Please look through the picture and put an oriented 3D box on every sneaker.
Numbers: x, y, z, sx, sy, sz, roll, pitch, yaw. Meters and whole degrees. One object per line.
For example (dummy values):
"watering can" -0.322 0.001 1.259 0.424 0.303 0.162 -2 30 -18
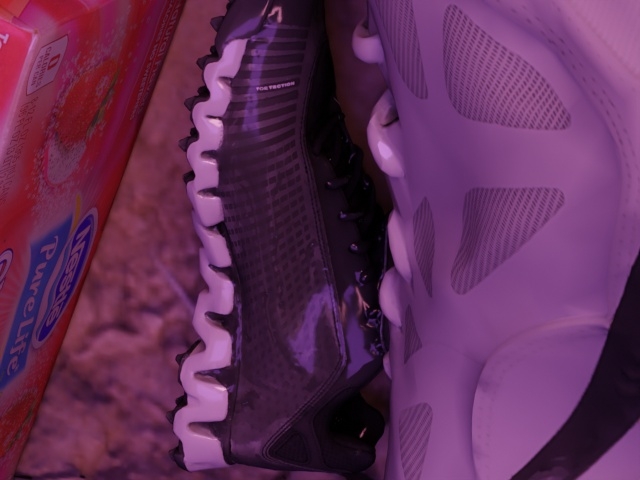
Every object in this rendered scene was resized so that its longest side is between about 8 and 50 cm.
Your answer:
"sneaker" 0.079 -0.031 0.503 0.257 0.169 0.447 62 159 16
"sneaker" 0.000 0.000 0.643 0.106 0.078 0.234 12 117 11

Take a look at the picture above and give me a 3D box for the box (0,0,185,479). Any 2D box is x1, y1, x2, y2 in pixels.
"box" -0.182 -0.004 0.662 0.142 0.154 0.300 27 116 7
